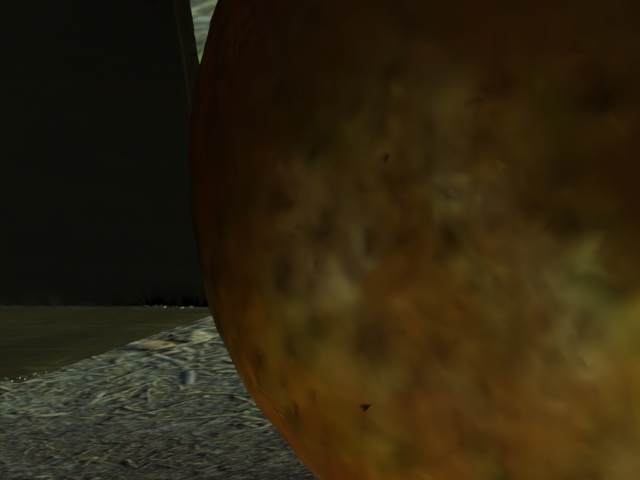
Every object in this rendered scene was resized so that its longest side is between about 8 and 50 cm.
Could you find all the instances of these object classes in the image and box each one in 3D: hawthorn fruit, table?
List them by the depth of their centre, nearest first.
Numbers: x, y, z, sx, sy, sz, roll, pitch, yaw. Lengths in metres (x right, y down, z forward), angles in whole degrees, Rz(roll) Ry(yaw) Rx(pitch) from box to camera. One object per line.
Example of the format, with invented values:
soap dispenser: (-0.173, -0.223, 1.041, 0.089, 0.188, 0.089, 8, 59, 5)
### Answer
hawthorn fruit: (0.157, 0.005, 0.608, 0.402, 0.403, 0.403, -6, 166, -1)
table: (-0.175, -0.034, 0.795, 0.193, 0.172, 0.169, 2, 163, -45)
